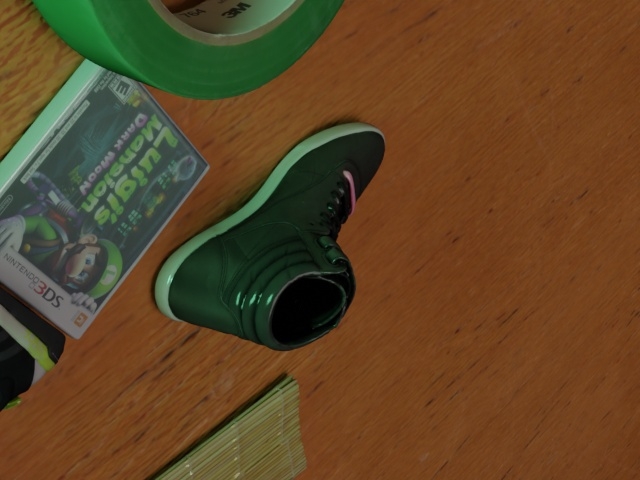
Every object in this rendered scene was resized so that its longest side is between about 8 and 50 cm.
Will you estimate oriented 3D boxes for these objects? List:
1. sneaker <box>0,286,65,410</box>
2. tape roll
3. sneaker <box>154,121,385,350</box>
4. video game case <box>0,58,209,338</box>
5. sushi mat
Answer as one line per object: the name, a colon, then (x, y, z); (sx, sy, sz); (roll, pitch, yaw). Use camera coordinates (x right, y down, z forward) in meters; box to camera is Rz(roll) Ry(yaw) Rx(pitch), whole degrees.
sneaker: (-0.268, 0.066, 0.846); (0.097, 0.084, 0.235); (-53, 145, -11)
tape roll: (-0.078, -0.266, 0.854); (0.321, 0.077, 0.321); (-30, 131, -41)
sneaker: (0.000, 0.000, 1.100); (0.296, 0.147, 0.104); (-41, 139, -30)
video game case: (-0.185, -0.033, 0.942); (0.190, 0.022, 0.173); (-54, 146, -12)
sushi mat: (-0.130, 0.276, 1.233); (0.316, 0.019, 0.151); (-34, 139, -34)
